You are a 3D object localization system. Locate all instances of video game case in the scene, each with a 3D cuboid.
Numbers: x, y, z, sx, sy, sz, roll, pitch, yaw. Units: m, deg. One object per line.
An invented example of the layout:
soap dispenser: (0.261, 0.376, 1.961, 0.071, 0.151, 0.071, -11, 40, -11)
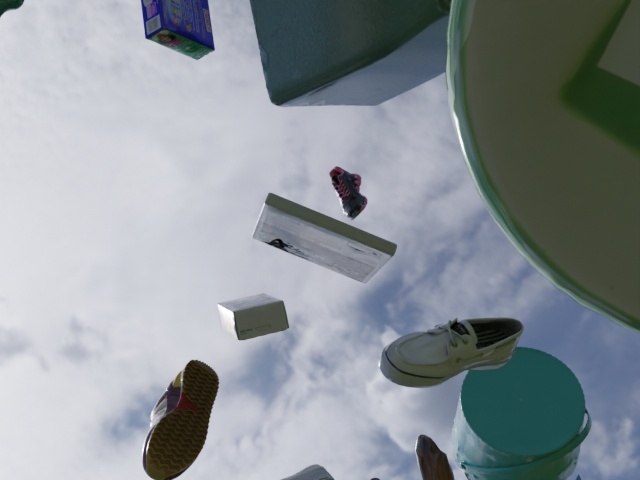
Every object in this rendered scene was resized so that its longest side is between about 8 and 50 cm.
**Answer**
video game case: (0.000, 0.000, 1.271, 0.190, 0.173, 0.022, 22, -109, -4)

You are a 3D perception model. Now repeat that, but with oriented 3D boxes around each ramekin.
ramekin: (0.203, -0.091, 0.428, 0.303, 0.148, 0.303, 3, -79, 15)

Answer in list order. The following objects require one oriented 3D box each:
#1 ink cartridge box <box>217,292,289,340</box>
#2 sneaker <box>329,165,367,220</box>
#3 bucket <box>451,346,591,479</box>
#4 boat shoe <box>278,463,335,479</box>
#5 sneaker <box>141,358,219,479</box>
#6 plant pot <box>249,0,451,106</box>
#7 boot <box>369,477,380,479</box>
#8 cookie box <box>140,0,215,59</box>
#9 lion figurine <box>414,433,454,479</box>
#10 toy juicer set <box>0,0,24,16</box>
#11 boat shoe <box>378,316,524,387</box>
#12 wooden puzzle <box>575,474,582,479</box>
ink cartridge box: (-0.126, 0.139, 1.641, 0.099, 0.135, 0.056, -12, -83, -19)
sneaker: (0.038, -0.078, 1.398, 0.057, 0.119, 0.047, 36, -68, -28)
bucket: (0.399, 0.362, 1.776, 0.281, 0.281, 0.183, -24, -37, -11)
boat shoe: (-0.050, 0.507, 1.743, 0.184, 0.063, 0.066, -16, -66, -35)
sneaker: (-0.182, 0.236, 1.105, 0.070, 0.185, 0.084, 35, -55, -9)
plant pot: (0.081, -0.328, 1.163, 0.248, 0.252, 0.247, -11, -91, -50)
boot: (0.104, 0.456, 1.436, 0.037, 0.114, 0.106, -23, -74, 4)
cookie box: (-0.205, -0.320, 1.270, 0.040, 0.091, 0.107, -19, -17, 32)
lion figurine: (0.108, 0.319, 0.449, 0.240, 0.142, 0.392, -39, -97, -19)
toy juicer set: (-0.489, -0.332, 1.121, 0.329, 0.089, 0.209, -33, -95, 3)
boat shoe: (0.178, 0.135, 1.189, 0.226, 0.083, 0.075, -7, -45, -37)
wooden puzzle: (0.317, 0.303, 0.968, 0.078, 0.116, 0.014, -46, -48, -24)
